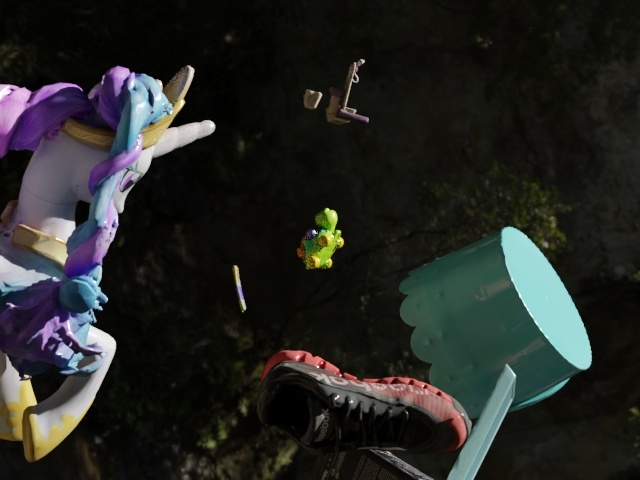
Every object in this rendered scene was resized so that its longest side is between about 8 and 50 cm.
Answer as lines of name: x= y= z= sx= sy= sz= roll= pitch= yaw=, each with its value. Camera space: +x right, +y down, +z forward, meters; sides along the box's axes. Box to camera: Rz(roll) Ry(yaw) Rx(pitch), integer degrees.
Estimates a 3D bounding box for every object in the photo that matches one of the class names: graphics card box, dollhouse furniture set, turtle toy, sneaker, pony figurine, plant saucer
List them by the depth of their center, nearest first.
pony figurine: x=-0.273 y=0.008 z=0.457 sx=0.303 sy=0.350 sz=0.364 roll=45 pitch=-66 yaw=44
plant saucer: x=0.170 y=0.228 z=0.754 sx=0.018 sy=0.192 sz=0.067 roll=21 pitch=-32 yaw=26
sneaker: x=0.044 y=0.215 z=0.842 sx=0.135 sy=0.276 sz=0.098 roll=-35 pitch=136 yaw=-72
dollhouse furniture set: x=0.019 y=-0.210 z=0.955 sx=0.114 sy=0.090 sz=0.081 roll=-155 pitch=-102 yaw=-78
graphics card box: x=0.081 y=0.484 z=1.194 sx=0.371 sy=0.094 sz=0.233 roll=1 pitch=-112 yaw=66
turtle toy: x=0.000 y=0.000 z=1.384 sx=0.066 sy=0.095 sz=0.130 roll=32 pitch=-82 yaw=20

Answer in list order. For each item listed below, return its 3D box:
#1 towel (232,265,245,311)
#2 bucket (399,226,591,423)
towel: x=-0.145 y=0.086 z=1.230 sx=0.060 sy=0.009 sz=0.083 roll=113 pitch=-35 yaw=-80
bucket: x=0.275 y=0.126 z=1.072 sx=0.183 sy=0.281 sz=0.281 roll=-33 pitch=-118 yaw=29
